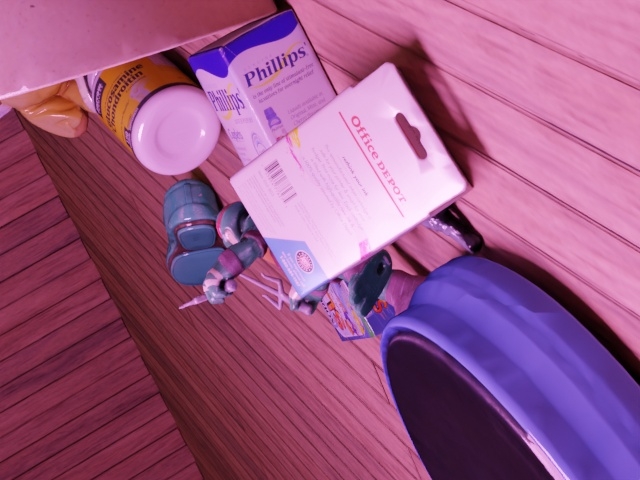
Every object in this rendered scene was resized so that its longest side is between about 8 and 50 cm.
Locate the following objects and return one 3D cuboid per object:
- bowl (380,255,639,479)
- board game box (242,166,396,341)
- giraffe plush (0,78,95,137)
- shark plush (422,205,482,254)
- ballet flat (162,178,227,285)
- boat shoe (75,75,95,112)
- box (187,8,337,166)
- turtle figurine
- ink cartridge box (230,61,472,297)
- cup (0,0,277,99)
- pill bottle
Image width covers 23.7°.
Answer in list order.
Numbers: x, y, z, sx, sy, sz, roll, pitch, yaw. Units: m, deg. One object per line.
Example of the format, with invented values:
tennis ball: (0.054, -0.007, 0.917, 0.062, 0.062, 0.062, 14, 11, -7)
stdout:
bowl: (0.175, 0.194, 1.109, 0.391, 0.077, 0.391, 53, 166, 19)
board game box: (0.000, 0.000, 1.450, 0.201, 0.035, 0.136, 60, 167, -1)
giraffe plush: (-0.371, -0.252, 2.062, 0.181, 0.210, 0.170, 58, -155, -47)
shark plush: (0.067, -0.040, 1.147, 0.161, 0.073, 0.067, 21, 164, 38)
ballet flat: (-0.161, -0.017, 1.956, 0.247, 0.083, 0.087, 101, 161, -70)
boat shoe: (-0.271, -0.270, 1.828, 0.079, 0.084, 0.233, -9, 108, 35)
box: (-0.039, -0.113, 1.269, 0.137, 0.072, 0.126, 63, 166, -11)
turtle figurine: (-0.026, 0.018, 1.292, 0.234, 0.175, 0.118, 15, 98, 39)
ink cartridge box: (0.031, -0.048, 1.071, 0.181, 0.061, 0.104, -33, 87, 42)
cup: (-0.225, -0.245, 1.196, 0.331, 0.331, 0.237, -166, 58, -72)
pill bottle: (-0.190, -0.152, 1.674, 0.184, 0.103, 0.103, 43, 159, 50)
